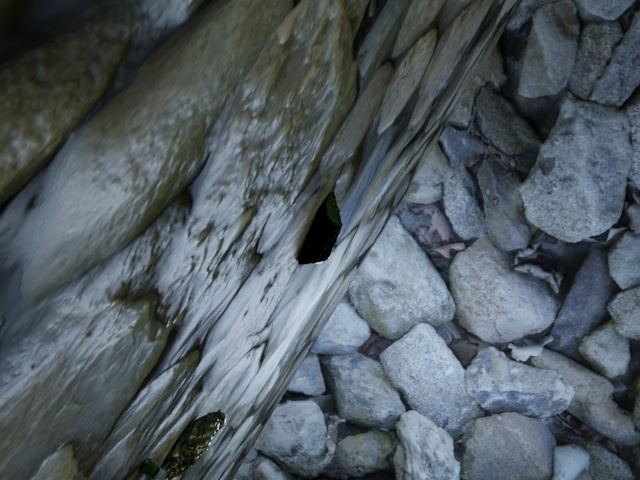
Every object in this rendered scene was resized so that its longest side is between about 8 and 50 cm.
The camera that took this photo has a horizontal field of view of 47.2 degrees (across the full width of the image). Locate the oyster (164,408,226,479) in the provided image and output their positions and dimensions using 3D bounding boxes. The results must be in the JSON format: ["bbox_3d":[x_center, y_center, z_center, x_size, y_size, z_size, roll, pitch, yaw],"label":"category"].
[{"bbox_3d":[-0.282,0.456,1.626,0.177,0.064,0.125,-55,175,-2],"label":"oyster"}]

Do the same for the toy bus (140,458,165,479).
[{"bbox_3d":[-0.326,0.450,1.428,0.031,0.037,0.083,-53,171,-20],"label":"toy bus"}]

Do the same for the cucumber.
[{"bbox_3d":[0.000,0.000,1.572,0.046,0.070,0.220,-14,144,-32],"label":"cucumber"}]
